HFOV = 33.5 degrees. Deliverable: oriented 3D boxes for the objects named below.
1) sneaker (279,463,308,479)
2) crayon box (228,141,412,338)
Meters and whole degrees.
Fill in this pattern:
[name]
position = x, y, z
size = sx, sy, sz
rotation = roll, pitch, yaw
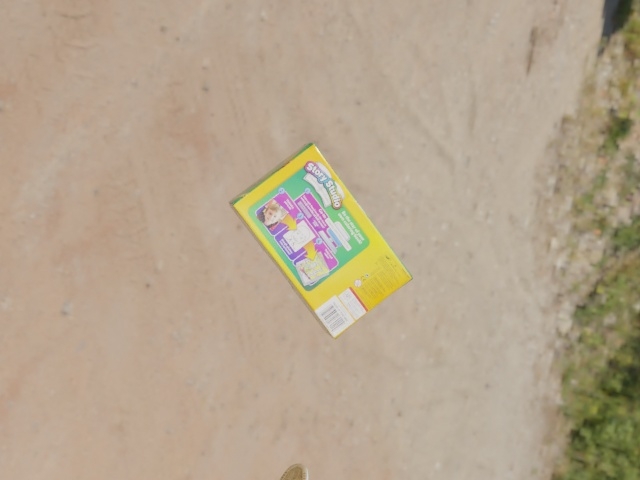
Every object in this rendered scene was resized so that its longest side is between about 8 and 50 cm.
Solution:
[sneaker]
position = -0.030, 0.352, 1.375
size = 0.067, 0.042, 0.119
rotation = 41, 56, -52
[crayon box]
position = 0.000, 0.000, 1.729
size = 0.165, 0.278, 0.081
rotation = -37, -173, -6
